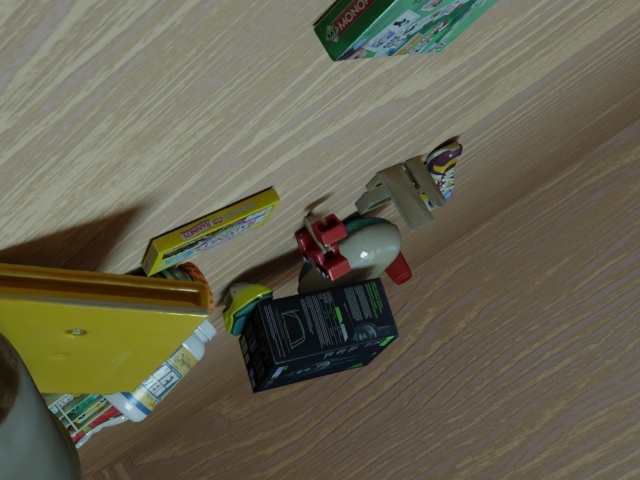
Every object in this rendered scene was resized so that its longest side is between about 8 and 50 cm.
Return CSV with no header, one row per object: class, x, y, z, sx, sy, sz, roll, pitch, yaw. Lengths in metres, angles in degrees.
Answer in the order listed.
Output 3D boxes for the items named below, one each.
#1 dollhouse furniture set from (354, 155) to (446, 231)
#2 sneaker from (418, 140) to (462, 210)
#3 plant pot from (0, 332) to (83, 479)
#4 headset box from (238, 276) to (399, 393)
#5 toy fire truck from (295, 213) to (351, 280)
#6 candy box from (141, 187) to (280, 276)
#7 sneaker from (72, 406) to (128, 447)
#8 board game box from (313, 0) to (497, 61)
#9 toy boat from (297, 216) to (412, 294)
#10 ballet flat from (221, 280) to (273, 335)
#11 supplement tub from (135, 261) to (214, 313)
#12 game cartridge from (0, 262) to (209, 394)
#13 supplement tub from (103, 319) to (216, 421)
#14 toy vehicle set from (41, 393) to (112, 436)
dollhouse furniture set,0.159,-0.064,1.774,0.144,0.123,0.151,-24,168,-32
sneaker,0.239,-0.124,1.826,0.070,0.083,0.185,-26,169,-24
plant pot,-0.424,0.234,1.040,0.323,0.323,0.280,-24,146,-34
headset box,-0.001,0.195,1.925,0.283,0.131,0.246,-11,161,-20
toy fire truck,0.000,0.000,1.704,0.047,0.135,0.192,-29,-151,-14
candy box,-0.162,-0.012,1.390,0.206,0.027,0.105,-25,172,-26
sneaker,-0.535,0.382,2.085,0.279,0.107,0.118,-30,152,-23
board game box,0.162,-0.293,0.921,0.317,0.046,0.214,-39,168,37
toy boat,0.080,0.033,2.039,0.267,0.148,0.318,-42,158,27
ballet flat,-0.159,0.126,1.908,0.077,0.077,0.231,-21,164,-26
supplement tub,-0.265,0.110,1.426,0.190,0.117,0.117,-25,168,-27
game cartridge,-0.329,0.124,1.189,0.286,0.052,0.324,7,152,-28
supplement tub,-0.284,0.183,1.552,0.199,0.144,0.144,-47,173,-12
toy vehicle set,-0.486,0.323,1.633,0.267,0.035,0.166,-37,157,-17
